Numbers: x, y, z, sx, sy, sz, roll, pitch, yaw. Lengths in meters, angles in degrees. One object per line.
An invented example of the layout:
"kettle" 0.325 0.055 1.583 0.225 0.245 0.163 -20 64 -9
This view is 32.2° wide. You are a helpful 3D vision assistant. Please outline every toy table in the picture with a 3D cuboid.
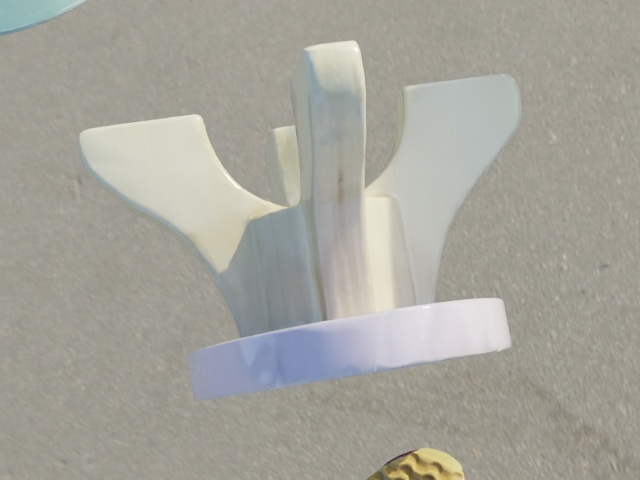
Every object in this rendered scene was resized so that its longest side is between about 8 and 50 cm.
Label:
"toy table" 0.000 0.000 0.629 0.252 0.274 0.161 -7 84 -20

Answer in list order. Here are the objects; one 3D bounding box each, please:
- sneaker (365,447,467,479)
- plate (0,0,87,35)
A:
"sneaker" 0.032 0.199 0.582 0.069 0.084 0.185 20 82 23
"plate" -0.202 -0.198 0.706 0.188 0.024 0.188 -6 51 7
